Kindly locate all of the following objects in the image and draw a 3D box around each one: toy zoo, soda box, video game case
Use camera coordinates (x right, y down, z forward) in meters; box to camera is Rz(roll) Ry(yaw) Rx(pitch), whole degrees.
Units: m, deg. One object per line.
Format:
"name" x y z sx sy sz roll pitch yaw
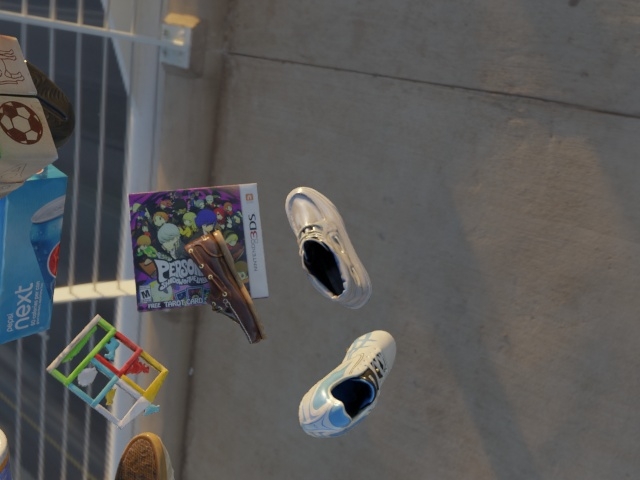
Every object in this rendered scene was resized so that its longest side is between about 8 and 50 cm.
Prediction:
"toy zoo" -0.544 0.362 1.709 0.293 0.192 0.030 39 150 -5
"soda box" -0.350 0.011 0.742 0.067 0.071 0.210 32 118 29
"video game case" -0.217 0.011 1.147 0.042 0.231 0.210 139 125 -77

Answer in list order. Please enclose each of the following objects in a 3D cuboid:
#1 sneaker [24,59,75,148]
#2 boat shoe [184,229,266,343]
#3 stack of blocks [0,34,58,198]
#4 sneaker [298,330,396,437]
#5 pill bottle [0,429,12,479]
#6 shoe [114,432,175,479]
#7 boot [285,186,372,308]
"sneaker" -0.619 -0.194 0.983 0.257 0.447 0.169 -52 27 43
"boat shoe" -0.162 0.087 1.089 0.207 0.073 0.073 61 163 11
"stack of blocks" -0.341 -0.033 0.425 0.297 0.171 0.087 -23 86 31
"sneaker" 0.059 0.197 0.901 0.086 0.237 0.085 -16 101 35
"pill bottle" -0.636 0.479 1.163 0.152 0.152 0.272 28 123 35
"shoe" -0.221 0.359 0.832 0.076 0.058 0.219 -3 83 20
"boot" 0.000 0.000 1.132 0.095 0.123 0.258 -37 69 11
